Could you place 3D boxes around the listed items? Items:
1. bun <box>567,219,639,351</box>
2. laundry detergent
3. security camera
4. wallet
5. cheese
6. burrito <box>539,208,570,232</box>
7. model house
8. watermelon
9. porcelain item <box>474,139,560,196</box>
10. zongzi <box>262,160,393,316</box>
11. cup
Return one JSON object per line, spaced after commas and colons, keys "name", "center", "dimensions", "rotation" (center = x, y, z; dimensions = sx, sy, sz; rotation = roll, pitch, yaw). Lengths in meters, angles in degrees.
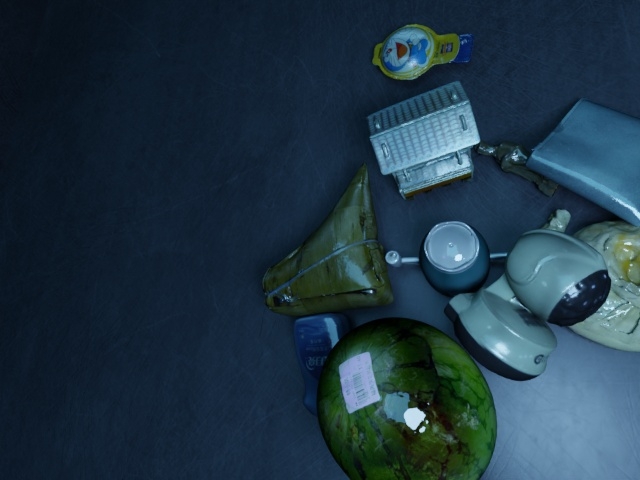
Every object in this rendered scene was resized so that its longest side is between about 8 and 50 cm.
{"name": "bun", "center": [0.608, 0.080, 0.832], "dimensions": [0.286, 0.146, 0.288], "rotation": [-5, 74, 17]}
{"name": "laundry detergent", "center": [0.014, 0.322, 1.006], "dimensions": [0.143, 0.094, 0.290], "rotation": [-15, 72, 27]}
{"name": "security camera", "center": [0.405, 0.112, 0.812], "dimensions": [0.278, 0.196, 0.191], "rotation": [-61, 40, 25]}
{"name": "wallet", "center": [0.613, -0.188, 0.904], "dimensions": [0.251, 0.054, 0.290], "rotation": [35, 66, 23]}
{"name": "cheese", "center": [0.275, -0.518, 1.166], "dimensions": [0.269, 0.069, 0.177], "rotation": [7, 77, 22]}
{"name": "burrito", "center": [0.491, 0.015, 0.946], "dimensions": [0.044, 0.058, 0.188], "rotation": [30, 86, 0]}
{"name": "model house", "center": [0.245, -0.233, 1.018], "dimensions": [0.223, 0.215, 0.199], "rotation": [-16, 68, 15]}
{"name": "watermelon", "center": [0.161, 0.321, 0.823], "dimensions": [0.362, 0.363, 0.364], "rotation": [-6, 73, 19]}
{"name": "porcelain item", "center": [0.461, -0.186, 0.997], "dimensions": [0.215, 0.081, 0.069], "rotation": [34, 74, 25]}
{"name": "zongzi", "center": [0.000, 0.000, 1.068], "dimensions": [0.322, 0.160, 0.361], "rotation": [-10, 76, 18]}
{"name": "cup", "center": [0.295, 0.031, 0.948], "dimensions": [0.299, 0.173, 0.168], "rotation": [-5, 72, 20]}
